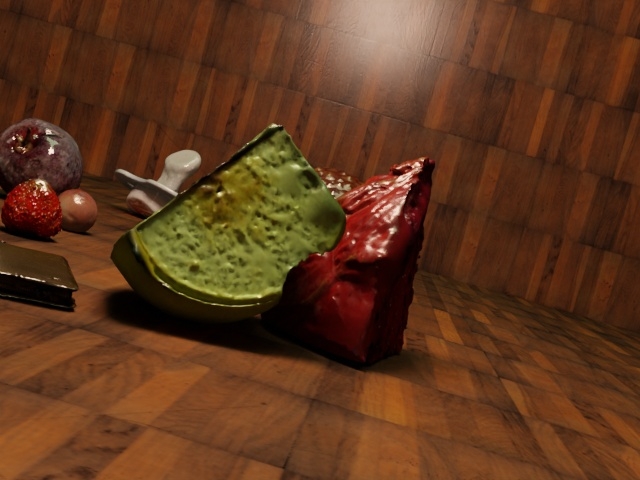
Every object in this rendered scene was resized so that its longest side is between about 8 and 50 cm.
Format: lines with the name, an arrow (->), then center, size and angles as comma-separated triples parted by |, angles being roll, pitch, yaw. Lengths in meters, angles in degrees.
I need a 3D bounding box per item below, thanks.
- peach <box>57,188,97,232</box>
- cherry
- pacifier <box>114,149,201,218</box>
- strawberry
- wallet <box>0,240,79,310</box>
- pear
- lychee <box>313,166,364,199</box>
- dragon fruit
peach -> -0.447, -0.054, 1.717 | 0.083, 0.083, 0.083 | 16, 4, -1
cherry -> -0.581, -0.156, 1.958 | 0.195, 0.195, 0.195 | 16, 4, -1
pacifier -> -0.375, -0.140, 2.373 | 0.279, 0.207, 0.227 | 19, -13, 38
strawberry -> -0.458, -0.053, 1.500 | 0.106, 0.106, 0.106 | 16, 4, -1
wallet -> -0.343, 0.038, 1.098 | 0.110, 0.031, 0.198 | 15, 4, -22
pear -> -0.127, 0.010, 1.218 | 0.176, 0.286, 0.282 | 53, -25, -5
lychee -> 0.000, 0.000, 1.585 | 0.261, 0.260, 0.260 | 16, 4, -1
dragon fruit -> 0.070, 0.025, 1.355 | 0.302, 0.330, 0.240 | 17, -19, 46
